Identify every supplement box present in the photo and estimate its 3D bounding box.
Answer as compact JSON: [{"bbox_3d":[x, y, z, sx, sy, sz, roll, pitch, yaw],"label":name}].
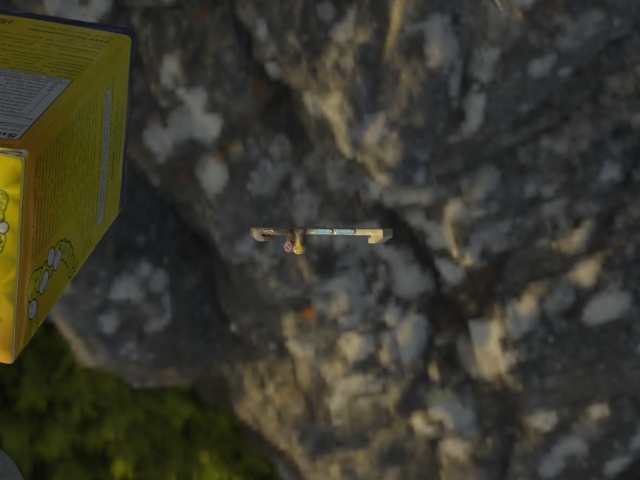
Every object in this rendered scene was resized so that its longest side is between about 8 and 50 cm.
[{"bbox_3d":[-0.306,-0.065,1.624,0.194,0.356,0.195,9,114,6],"label":"supplement box"}]

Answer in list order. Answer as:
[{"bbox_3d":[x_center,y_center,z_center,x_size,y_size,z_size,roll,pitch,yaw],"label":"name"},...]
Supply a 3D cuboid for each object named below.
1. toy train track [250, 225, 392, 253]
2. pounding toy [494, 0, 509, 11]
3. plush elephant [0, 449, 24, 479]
[{"bbox_3d":[0.000,0.000,0.942,0.083,0.014,0.048,0,-177,35],"label":"toy train track"},{"bbox_3d":[0.122,-0.308,1.759,0.100,0.141,0.130,4,170,32],"label":"pounding toy"},{"bbox_3d":[-0.297,0.209,1.159,0.330,0.255,0.272,-5,122,25],"label":"plush elephant"}]
